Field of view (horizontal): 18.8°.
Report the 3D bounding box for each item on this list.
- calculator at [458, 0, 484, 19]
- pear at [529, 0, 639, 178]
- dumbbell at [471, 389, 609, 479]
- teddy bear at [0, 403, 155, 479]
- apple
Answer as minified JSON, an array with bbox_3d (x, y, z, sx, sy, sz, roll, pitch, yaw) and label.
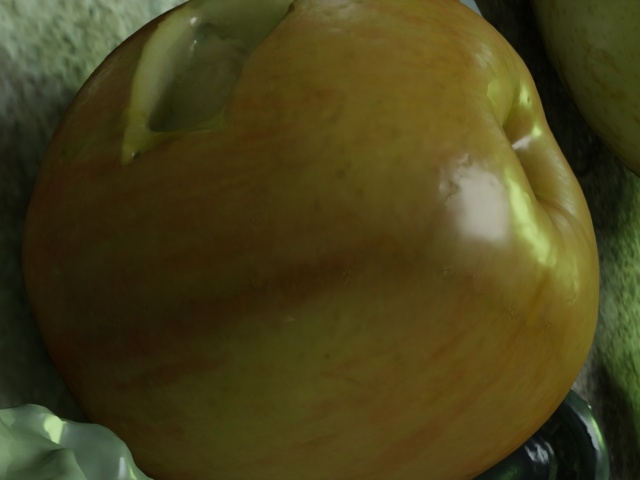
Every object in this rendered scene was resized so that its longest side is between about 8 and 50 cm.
[{"bbox_3d":[0.041,-0.085,0.874,0.210,0.039,0.121,58,35,-28],"label":"calculator"},{"bbox_3d":[0.260,-0.157,1.009,0.309,0.309,0.309,33,49,-49],"label":"pear"},{"bbox_3d":[0.058,0.103,0.771,0.254,0.081,0.081,-25,98,-60],"label":"dumbbell"},{"bbox_3d":[-0.038,0.124,0.380,0.327,0.375,0.362,159,-61,-79],"label":"teddy bear"},{"bbox_3d":[0.000,0.000,0.622,0.199,0.199,0.199,33,49,-49],"label":"apple"}]
